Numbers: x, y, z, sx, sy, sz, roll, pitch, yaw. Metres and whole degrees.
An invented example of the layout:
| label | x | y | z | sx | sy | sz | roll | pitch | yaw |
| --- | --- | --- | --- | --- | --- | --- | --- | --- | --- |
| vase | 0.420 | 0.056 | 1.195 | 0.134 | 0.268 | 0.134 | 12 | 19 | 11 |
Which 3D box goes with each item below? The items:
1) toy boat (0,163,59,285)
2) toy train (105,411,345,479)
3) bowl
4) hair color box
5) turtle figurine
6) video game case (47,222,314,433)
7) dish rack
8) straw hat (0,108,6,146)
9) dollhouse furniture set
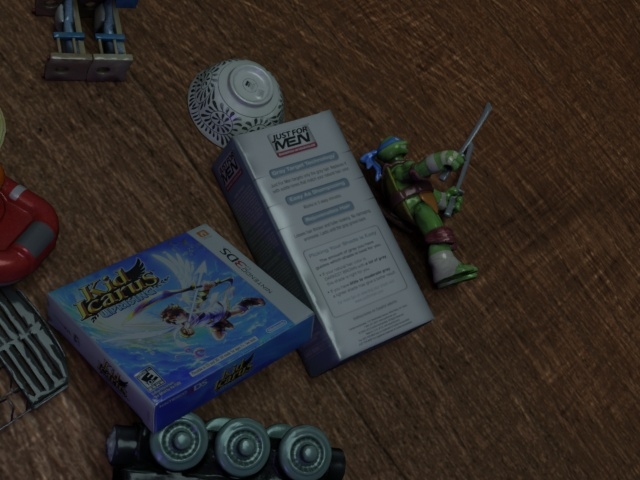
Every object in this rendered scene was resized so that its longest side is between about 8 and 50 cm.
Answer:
| label | x | y | z | sx | sy | sz | roll | pitch | yaw |
| --- | --- | --- | --- | --- | --- | --- | --- | --- | --- |
| toy boat | -0.453 | -0.057 | 1.184 | 0.231 | 0.151 | 0.151 | 32 | 46 | -4 |
| toy train | -0.125 | 0.331 | 1.204 | 0.334 | 0.142 | 0.190 | 12 | 76 | -22 |
| bowl | -0.124 | -0.234 | 1.470 | 0.170 | 0.080 | 0.170 | 9 | 66 | -21 |
| hair color box | 0.000 | 0.000 | 1.409 | 0.185 | 0.113 | 0.374 | -20 | 79 | -31 |
| turtle figurine | 0.220 | -0.070 | 1.493 | 0.274 | 0.198 | 0.266 | -11 | 78 | -25 |
| video game case | -0.188 | 0.104 | 1.227 | 0.269 | 0.061 | 0.244 | -27 | 50 | -37 |
| dish rack | -0.463 | 0.169 | 1.144 | 0.271 | 0.074 | 0.208 | -34 | 86 | -32 |
| straw hat | -0.512 | -0.172 | 1.274 | 0.144 | 0.061 | 0.144 | 10 | 65 | -22 |
| dollhouse furniture set | -0.346 | -0.340 | 1.350 | 0.129 | 0.183 | 0.129 | -5 | 71 | -27 |
